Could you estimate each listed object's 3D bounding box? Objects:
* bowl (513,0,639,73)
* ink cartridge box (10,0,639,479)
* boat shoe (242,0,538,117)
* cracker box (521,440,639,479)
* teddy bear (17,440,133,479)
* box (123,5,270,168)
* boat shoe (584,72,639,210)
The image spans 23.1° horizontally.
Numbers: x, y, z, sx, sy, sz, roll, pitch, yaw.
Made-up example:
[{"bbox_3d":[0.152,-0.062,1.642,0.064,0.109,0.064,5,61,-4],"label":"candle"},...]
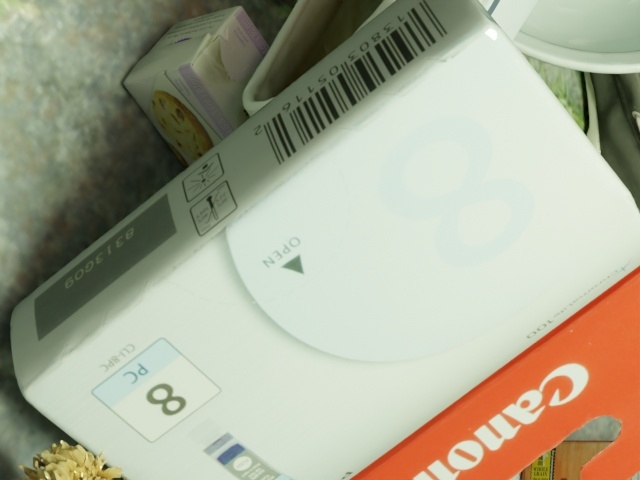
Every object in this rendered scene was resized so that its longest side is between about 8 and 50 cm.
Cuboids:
[{"bbox_3d":[0.200,-0.244,1.126,0.134,0.297,0.298,85,11,-78],"label":"bowl"},{"bbox_3d":[0.065,0.081,0.900,0.385,0.308,0.091,46,11,-31],"label":"ink cartridge box"},{"bbox_3d":[0.052,-0.200,0.941,0.156,0.136,0.367,42,67,-32],"label":"boat shoe"},{"bbox_3d":[0.283,0.194,1.189,0.232,0.155,0.067,17,73,-43],"label":"cracker box"},{"bbox_3d":[-0.105,0.241,0.715,0.245,0.113,0.338,57,24,-8],"label":"teddy bear"},{"bbox_3d":[0.000,0.000,0.991,0.324,0.067,0.063,55,51,-27],"label":"box"},{"bbox_3d":[0.254,-0.167,1.240,0.112,0.095,0.335,-18,98,-44],"label":"boat shoe"}]
